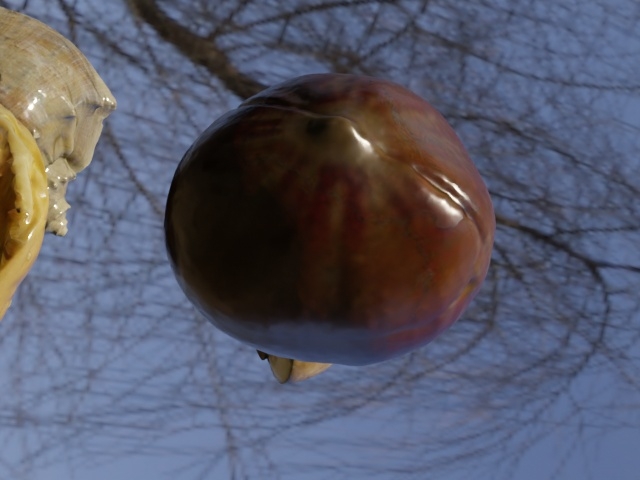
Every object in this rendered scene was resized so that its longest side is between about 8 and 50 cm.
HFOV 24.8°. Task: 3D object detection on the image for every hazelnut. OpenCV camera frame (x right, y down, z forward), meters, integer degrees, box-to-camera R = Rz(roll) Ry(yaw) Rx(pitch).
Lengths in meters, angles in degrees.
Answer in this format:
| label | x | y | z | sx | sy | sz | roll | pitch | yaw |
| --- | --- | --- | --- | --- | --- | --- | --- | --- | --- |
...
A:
| label | x | y | z | sx | sy | sz | roll | pitch | yaw |
| --- | --- | --- | --- | --- | --- | --- | --- | --- | --- |
| hazelnut | 0.004 | -0.020 | 1.009 | 0.229 | 0.229 | 0.229 | -14 | -110 | 43 |

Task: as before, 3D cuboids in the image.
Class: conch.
| label | x | y | z | sx | sy | sz | roll | pitch | yaw |
| --- | --- | --- | --- | --- | --- | --- | --- | --- | --- |
| conch | -0.388 | -0.155 | 1.796 | 0.263 | 0.324 | 0.186 | -36 | -158 | -16 |

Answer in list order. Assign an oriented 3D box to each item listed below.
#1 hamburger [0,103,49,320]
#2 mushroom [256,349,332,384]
| label | x | y | z | sx | sy | sz | roll | pitch | yaw |
| --- | --- | --- | --- | --- | --- | --- | --- | --- | --- |
| hamburger | -0.386 | -0.015 | 1.329 | 0.319 | 0.158 | 0.318 | -13 | -115 | 30 |
| mushroom | 0.000 | 0.000 | 1.444 | 0.156 | 0.151 | 0.285 | 124 | -41 | -59 |
